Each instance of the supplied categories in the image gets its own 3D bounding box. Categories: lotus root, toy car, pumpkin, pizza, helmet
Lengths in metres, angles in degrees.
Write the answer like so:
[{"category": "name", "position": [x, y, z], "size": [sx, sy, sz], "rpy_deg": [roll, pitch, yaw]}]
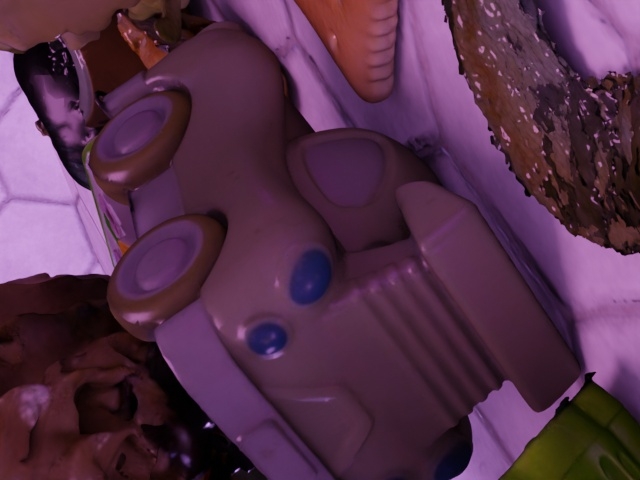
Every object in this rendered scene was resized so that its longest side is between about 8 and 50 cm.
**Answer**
[{"category": "lotus root", "position": [0.159, 0.197, 0.840], "size": [0.186, 0.186, 0.186], "rpy_deg": [58, 165, 26]}, {"category": "toy car", "position": [0.000, 0.000, 1.002], "size": [0.242, 0.226, 0.336], "rpy_deg": [52, -168, -34]}, {"category": "pumpkin", "position": [-0.242, -0.162, 1.651], "size": [0.233, 0.163, 0.233], "rpy_deg": [156, 90, -81]}, {"category": "pizza", "position": [-0.099, -0.149, 1.301], "size": [0.194, 0.069, 0.154], "rpy_deg": [45, 160, 12]}, {"category": "helmet", "position": [-0.190, -0.215, 1.429], "size": [0.224, 0.130, 0.198], "rpy_deg": [-94, -14, -67]}]

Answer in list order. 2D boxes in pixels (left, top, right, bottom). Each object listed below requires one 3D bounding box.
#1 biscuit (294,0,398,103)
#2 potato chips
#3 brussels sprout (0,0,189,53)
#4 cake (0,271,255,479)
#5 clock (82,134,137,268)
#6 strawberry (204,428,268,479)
[{"category": "biscuit", "position": [-0.020, -0.219, 0.995], "size": [0.250, 0.030, 0.160], "rpy_deg": [58, 165, 27]}, {"category": "potato chips", "position": [0.117, -0.079, 0.753], "size": [0.220, 0.029, 0.202], "rpy_deg": [57, 165, 41]}, {"category": "brussels sprout", "position": [-0.242, -0.295, 1.151], "size": [0.371, 0.275, 0.315], "rpy_deg": [-138, 36, -55]}, {"category": "cake", "position": [-0.179, 0.188, 1.097], "size": [0.332, 0.321, 0.332], "rpy_deg": [27, -175, -3]}, {"category": "clock", "position": [-0.115, 0.048, 1.534], "size": [0.309, 0.166, 0.235], "rpy_deg": [55, 163, 31]}, {"category": "strawberry", "position": [-0.050, 0.240, 1.353], "size": [0.261, 0.261, 0.258], "rpy_deg": [60, 149, 18]}]
